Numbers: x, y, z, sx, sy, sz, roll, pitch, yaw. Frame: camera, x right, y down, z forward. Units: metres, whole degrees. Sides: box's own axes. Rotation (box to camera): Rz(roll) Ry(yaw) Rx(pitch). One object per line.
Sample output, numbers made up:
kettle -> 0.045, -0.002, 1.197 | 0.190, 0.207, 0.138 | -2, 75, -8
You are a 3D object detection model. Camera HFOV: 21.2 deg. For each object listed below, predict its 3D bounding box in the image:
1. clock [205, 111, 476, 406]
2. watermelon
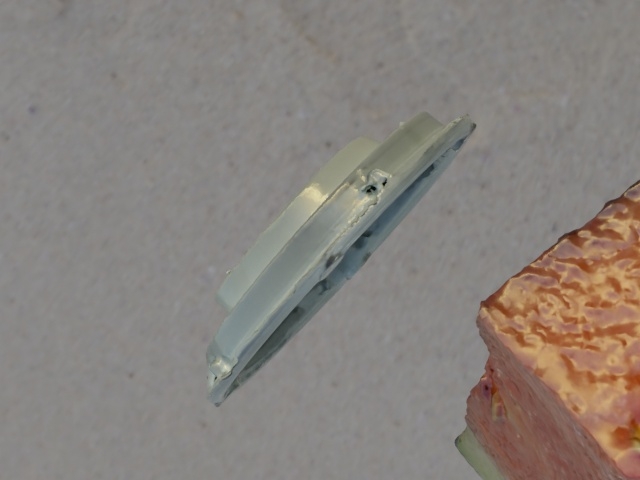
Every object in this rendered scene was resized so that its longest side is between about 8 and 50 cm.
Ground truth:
clock -> 0.000, 0.000, 1.047 | 0.053, 0.236, 0.236 | 44, 126, 4
watermelon -> 0.113, 0.053, 0.535 | 0.137, 0.193, 0.145 | 11, 155, 7
